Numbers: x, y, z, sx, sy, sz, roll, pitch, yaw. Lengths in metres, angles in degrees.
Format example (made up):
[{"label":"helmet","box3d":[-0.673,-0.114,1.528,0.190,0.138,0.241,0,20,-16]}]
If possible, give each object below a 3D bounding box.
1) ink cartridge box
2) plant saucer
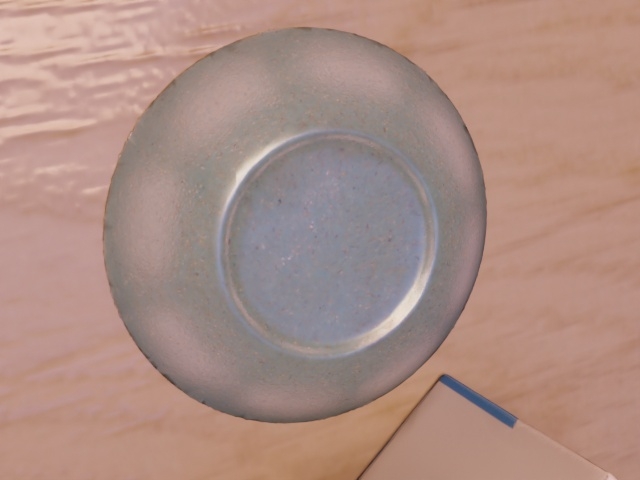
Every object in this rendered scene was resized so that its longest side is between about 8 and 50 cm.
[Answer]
[{"label":"ink cartridge box","box3d":[0.129,0.167,0.426,0.190,0.139,0.082,41,83,-22]},{"label":"plant saucer","box3d":[0.000,0.000,0.402,0.195,0.037,0.195,-4,103,-18]}]
